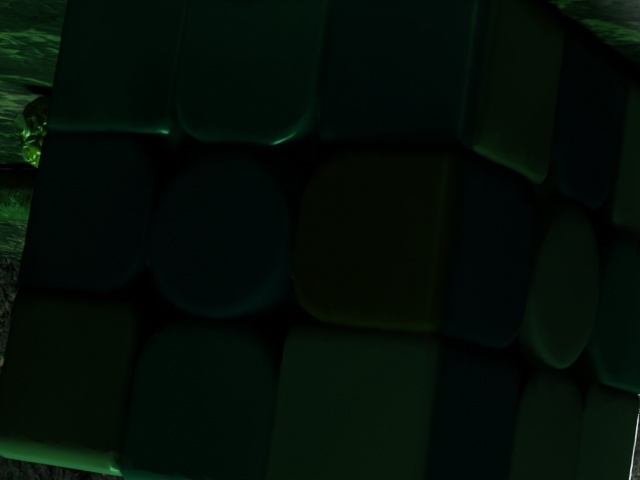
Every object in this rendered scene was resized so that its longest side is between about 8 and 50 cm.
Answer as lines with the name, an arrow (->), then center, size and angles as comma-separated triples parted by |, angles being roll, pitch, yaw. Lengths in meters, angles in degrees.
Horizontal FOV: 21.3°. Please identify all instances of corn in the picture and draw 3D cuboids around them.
corn -> -0.209, -0.091, 1.721 | 0.238, 0.080, 0.080 | 17, 170, -43

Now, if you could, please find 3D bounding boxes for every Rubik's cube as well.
Rubik's cube -> 0.024, 0.020, 1.211 | 0.344, 0.346, 0.347 | 4, 173, 30

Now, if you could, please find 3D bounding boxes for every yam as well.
yam -> -0.389, -0.060, 2.253 | 0.179, 0.078, 0.078 | 4, 172, 40
